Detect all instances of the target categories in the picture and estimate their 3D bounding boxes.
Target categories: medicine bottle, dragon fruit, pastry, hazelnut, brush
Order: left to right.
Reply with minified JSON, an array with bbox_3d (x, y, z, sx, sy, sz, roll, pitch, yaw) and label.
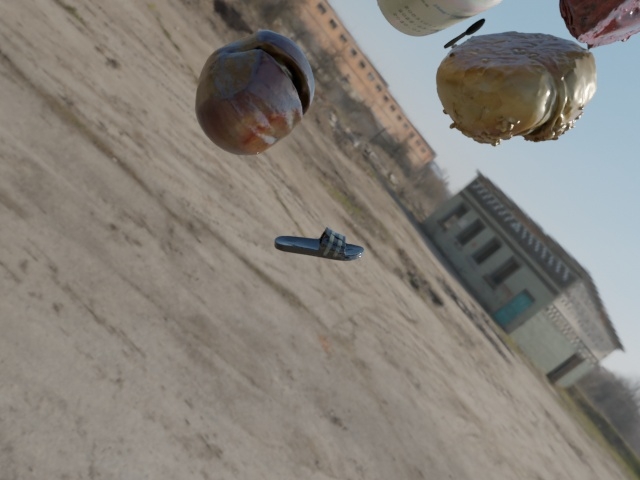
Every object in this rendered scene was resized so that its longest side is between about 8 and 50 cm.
[{"bbox_3d":[-0.131,-0.280,1.335,0.217,0.251,0.217,27,-27,15],"label":"hazelnut"},{"bbox_3d":[0.222,-0.445,1.117,0.170,0.170,0.293,47,-15,-19],"label":"medicine bottle"},{"bbox_3d":[0.239,-0.343,1.142,0.008,0.083,0.024,33,46,-33],"label":"brush"},{"bbox_3d":[0.380,-0.292,1.354,0.284,0.315,0.184,42,-37,46],"label":"pastry"},{"bbox_3d":[0.329,-0.241,0.758,0.097,0.063,0.131,7,4,43],"label":"dragon fruit"}]

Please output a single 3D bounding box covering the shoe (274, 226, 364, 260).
[{"bbox_3d":[0.000,0.000,1.346,0.179,0.049,0.071,7,21,-2],"label":"shoe"}]
